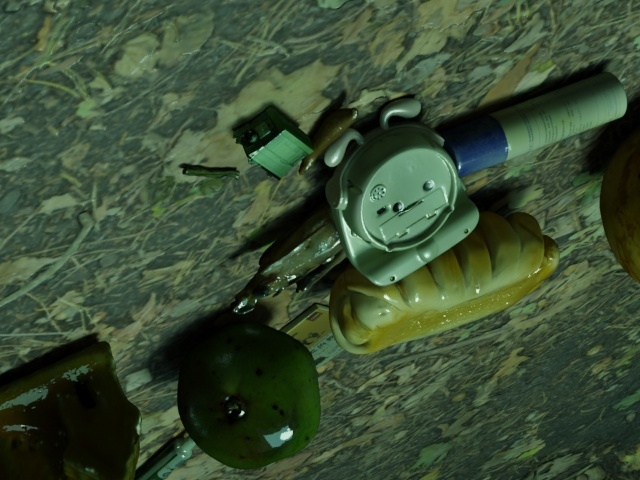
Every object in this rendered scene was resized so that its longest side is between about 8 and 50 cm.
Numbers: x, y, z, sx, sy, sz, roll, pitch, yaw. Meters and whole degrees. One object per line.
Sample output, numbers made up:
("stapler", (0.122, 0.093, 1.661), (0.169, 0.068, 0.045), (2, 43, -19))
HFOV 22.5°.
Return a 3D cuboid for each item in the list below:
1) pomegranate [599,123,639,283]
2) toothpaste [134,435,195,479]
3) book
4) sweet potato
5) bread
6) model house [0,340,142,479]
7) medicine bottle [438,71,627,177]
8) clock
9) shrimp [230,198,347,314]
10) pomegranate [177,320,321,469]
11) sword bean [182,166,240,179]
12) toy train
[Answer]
("pomegranate", (0.485, -0.043, 2.052), (0.264, 0.264, 0.264), (-24, 156, -11))
("toothpaste", (-0.237, 0.331, 2.273), (0.049, 0.031, 0.204), (3, 143, -49))
("book", (-0.006, 0.131, 2.155), (0.118, 0.012, 0.172), (-39, 155, 19))
("sweet potato", (0.005, -0.108, 1.666), (0.026, 0.026, 0.115), (-9, 154, -39))
("bread", (0.154, 0.043, 2.021), (0.311, 0.121, 0.173), (-15, 156, -30))
("model house", (-0.301, 0.280, 1.832), (0.173, 0.239, 0.268), (-2, 146, -46))
("medicine bottle", (0.242, -0.133, 1.844), (0.230, 0.059, 0.059), (-20, 155, -19))
("clock", (0.082, -0.056, 1.740), (0.151, 0.062, 0.191), (-32, 128, -11))
("shrimp", (0.006, 0.001, 1.853), (0.254, 0.059, 0.145), (-39, 165, 10))
("pomegranate", (-0.080, 0.189, 2.003), (0.187, 0.187, 0.225), (-35, 173, 13))
("sword bean", (-0.112, -0.068, 1.629), (0.083, 0.012, 0.012), (0, 143, -51))
("toy train", (-0.047, -0.097, 1.612), (0.056, 0.038, 0.093), (-37, 156, 10))
